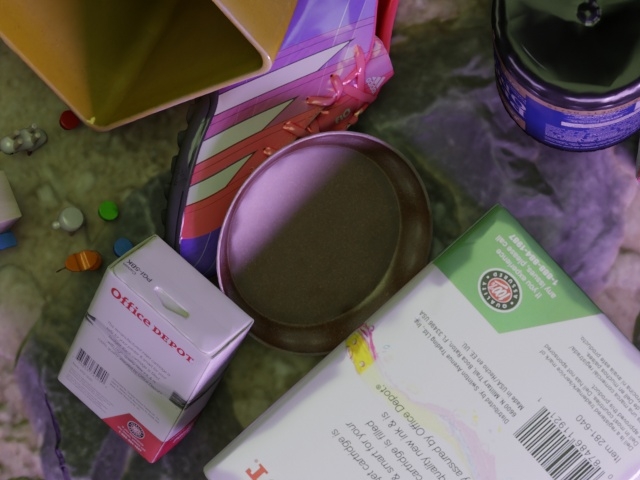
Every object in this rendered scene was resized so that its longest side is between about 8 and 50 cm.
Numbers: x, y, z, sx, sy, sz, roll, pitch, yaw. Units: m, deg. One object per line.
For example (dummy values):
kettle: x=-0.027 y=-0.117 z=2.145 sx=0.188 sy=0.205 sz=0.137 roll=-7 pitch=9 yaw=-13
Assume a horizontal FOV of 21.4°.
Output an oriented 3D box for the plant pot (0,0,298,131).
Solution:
plant pot: x=-0.121 y=-0.231 z=1.163 sx=0.212 sy=0.212 sz=0.187 roll=47 pitch=55 yaw=-24

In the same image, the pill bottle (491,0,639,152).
pill bottle: x=0.178 y=-0.127 z=1.149 sx=0.123 sy=0.219 sz=0.122 roll=-1 pitch=82 yaw=7

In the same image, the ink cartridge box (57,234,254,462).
ink cartridge box: x=-0.118 y=0.077 z=1.200 sx=0.099 sy=0.135 sz=0.056 roll=41 pitch=44 yaw=10

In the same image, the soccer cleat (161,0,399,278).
soccer cleat: x=-0.015 y=-0.107 z=1.228 sx=0.116 sy=0.108 sz=0.318 roll=22 pitch=82 yaw=12

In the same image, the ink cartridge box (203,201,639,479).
ink cartridge box: x=0.090 y=0.145 z=1.174 sx=0.278 sy=0.117 sz=0.201 roll=-42 pitch=80 yaw=-1

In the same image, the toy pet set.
toy pet set: x=-0.222 y=-0.021 z=1.276 sx=0.114 sy=0.065 sz=0.122 roll=-18 pitch=82 yaw=-31

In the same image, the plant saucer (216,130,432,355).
plant saucer: x=0.000 y=0.000 z=1.211 sx=0.168 sy=0.029 sz=0.168 roll=-8 pitch=110 yaw=-23

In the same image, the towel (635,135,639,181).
towel: x=0.315 y=-0.100 z=1.176 sx=0.197 sy=0.029 sz=0.144 roll=7 pitch=81 yaw=44
